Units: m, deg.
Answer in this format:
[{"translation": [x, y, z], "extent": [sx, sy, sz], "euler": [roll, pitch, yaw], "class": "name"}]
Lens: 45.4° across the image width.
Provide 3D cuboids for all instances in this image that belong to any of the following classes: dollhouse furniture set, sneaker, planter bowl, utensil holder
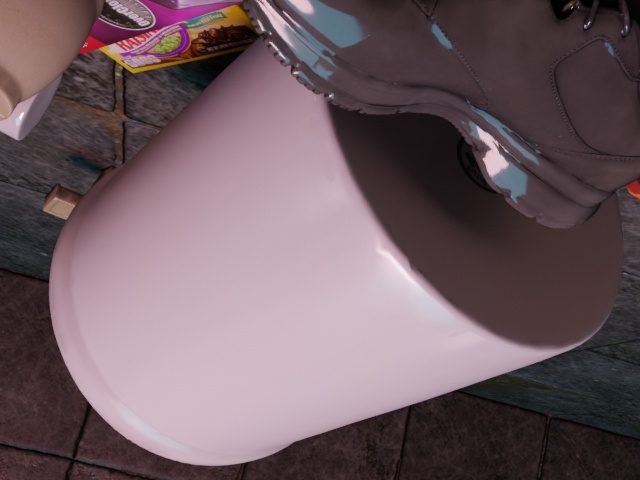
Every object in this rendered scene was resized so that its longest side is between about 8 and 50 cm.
[{"translation": [-0.297, -0.089, 1.177], "extent": [0.182, 0.101, 0.161], "euler": [26, 134, -35], "class": "dollhouse furniture set"}, {"translation": [0.087, -0.111, 0.385], "extent": [0.286, 0.109, 0.130], "euler": [22, 144, -30], "class": "sneaker"}, {"translation": [-0.237, -0.147, 0.511], "extent": [0.162, 0.109, 0.162], "euler": [9, 161, 3], "class": "planter bowl"}, {"translation": [0.000, 0.000, 0.649], "extent": [0.328, 0.327, 0.385], "euler": [24, 146, -31], "class": "utensil holder"}]

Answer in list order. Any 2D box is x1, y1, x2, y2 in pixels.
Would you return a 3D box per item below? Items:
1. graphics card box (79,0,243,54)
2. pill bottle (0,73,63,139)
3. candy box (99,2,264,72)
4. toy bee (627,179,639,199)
[{"translation": [-0.193, -0.242, 0.537], "extent": [0.371, 0.094, 0.233], "euler": [-2, 157, 40], "class": "graphics card box"}, {"translation": [-0.366, -0.187, 0.740], "extent": [0.208, 0.117, 0.117], "euler": [31, 160, -11], "class": "pill bottle"}, {"translation": [-0.146, -0.208, 0.723], "extent": [0.206, 0.027, 0.105], "euler": [0, 155, 38], "class": "candy box"}, {"translation": [0.408, -0.060, 0.615], "extent": [0.298, 0.162, 0.195], "euler": [32, -173, 40], "class": "toy bee"}]
